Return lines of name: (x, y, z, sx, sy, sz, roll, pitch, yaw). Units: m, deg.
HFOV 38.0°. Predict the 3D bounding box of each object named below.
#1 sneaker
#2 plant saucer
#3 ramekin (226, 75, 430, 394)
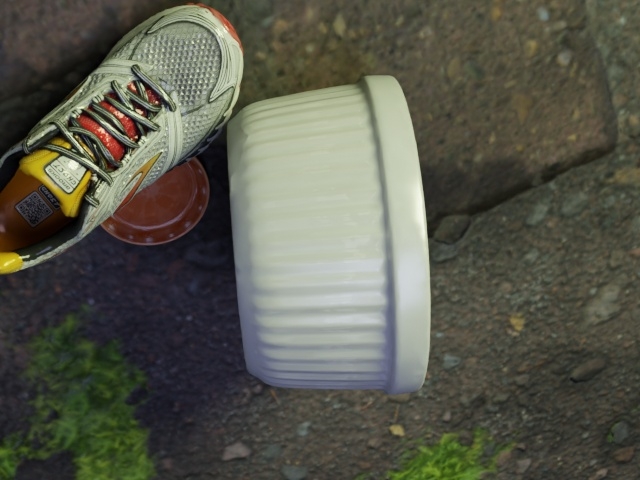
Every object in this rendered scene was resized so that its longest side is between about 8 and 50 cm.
sneaker: (-0.134, -0.054, 0.579, 0.225, 0.093, 0.088, -44, 101, 10)
plant saucer: (-0.120, -0.035, 0.655, 0.083, 0.013, 0.083, -7, 123, -11)
ramekin: (0.000, 0.000, 0.603, 0.109, 0.207, 0.207, -5, 123, -4)
